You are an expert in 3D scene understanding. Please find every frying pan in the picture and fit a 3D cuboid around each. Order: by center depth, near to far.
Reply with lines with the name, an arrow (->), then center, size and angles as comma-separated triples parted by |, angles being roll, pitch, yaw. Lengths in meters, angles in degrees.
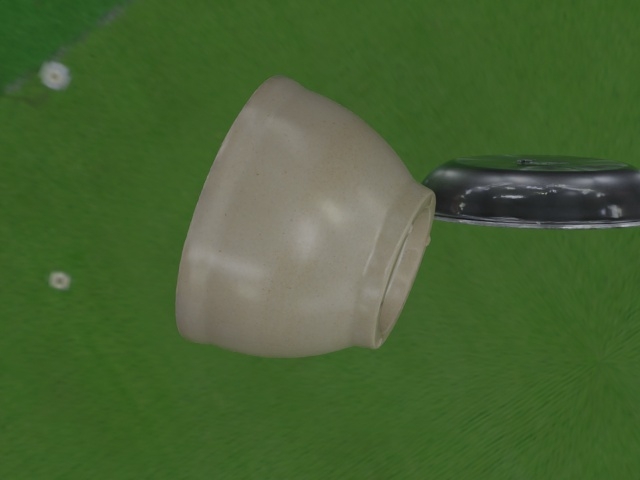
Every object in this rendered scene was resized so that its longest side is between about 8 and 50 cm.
frying pan -> 0.189, -0.041, 1.426 | 0.197, 0.326, 0.053 | 5, 99, 24

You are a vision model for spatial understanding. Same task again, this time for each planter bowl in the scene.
planter bowl -> 0.000, 0.000, 1.052 | 0.109, 0.162, 0.162 | 21, 90, 12
